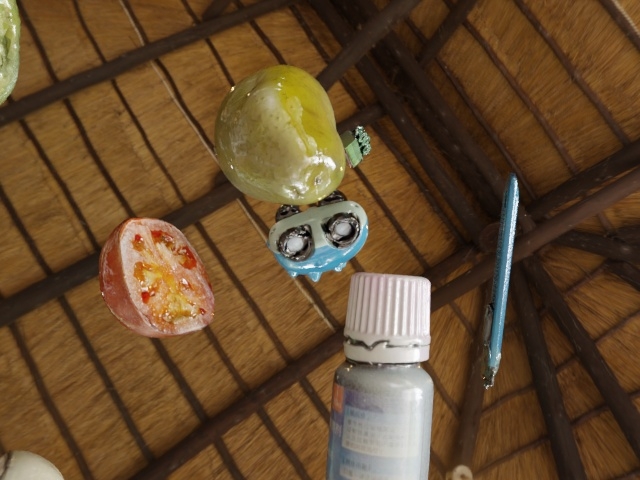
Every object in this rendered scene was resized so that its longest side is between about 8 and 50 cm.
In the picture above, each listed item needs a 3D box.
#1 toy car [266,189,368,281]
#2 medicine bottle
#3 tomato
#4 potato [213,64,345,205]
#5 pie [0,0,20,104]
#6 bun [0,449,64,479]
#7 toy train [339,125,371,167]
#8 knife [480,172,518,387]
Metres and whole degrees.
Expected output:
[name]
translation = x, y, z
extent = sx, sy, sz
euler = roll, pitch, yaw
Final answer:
[toy car]
translation = 0.000, 0.000, 1.212
extent = 0.256, 0.188, 0.190
euler = -20, -60, 0
[medicine bottle]
translation = 0.051, 0.128, 0.395
extent = 0.084, 0.083, 0.202
euler = 5, -94, 23
[tomato]
translation = -0.415, 0.105, 1.181
extent = 0.144, 0.338, 0.338
euler = -25, -97, 15
[potato]
translation = -0.042, -0.109, 0.550
extent = 0.157, 0.157, 0.194
euler = -54, -139, 16
[pie]
translation = -0.399, -0.189, 0.356
extent = 0.324, 0.070, 0.322
euler = -1, -71, -2
[bun]
translation = -0.232, 0.237, 0.359
extent = 0.094, 0.138, 0.138
euler = 36, -70, -22
[toy train]
translation = 0.077, -0.211, 1.084
extent = 0.071, 0.148, 0.038
euler = -35, -104, 4
[knife]
translation = 0.234, 0.060, 0.639
extent = 0.026, 0.044, 0.296
euler = 5, -84, 15
